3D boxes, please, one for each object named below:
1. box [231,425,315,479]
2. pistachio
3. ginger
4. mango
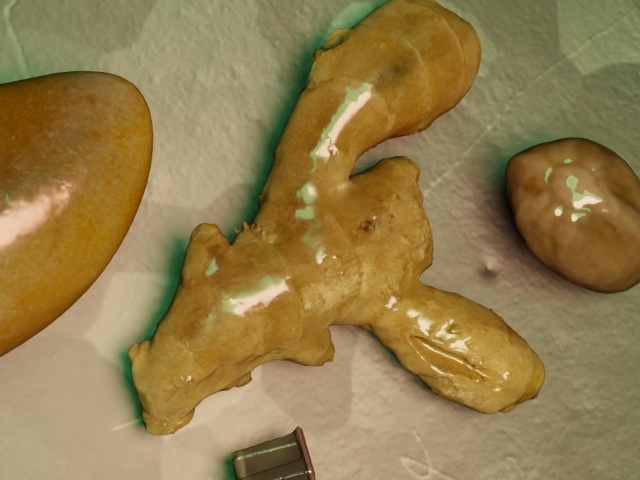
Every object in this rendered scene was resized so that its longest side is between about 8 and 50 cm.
[{"bbox_3d":[-0.035,0.204,1.374,0.063,0.060,0.084,-11,126,-6],"label":"box"},{"bbox_3d":[0.224,-0.015,1.425,0.185,0.126,0.108,42,72,-39],"label":"pistachio"},{"bbox_3d":[0.004,-0.014,1.388,0.348,0.122,0.363,-9,97,-22],"label":"ginger"},{"bbox_3d":[-0.298,-0.008,1.272,0.384,0.199,0.221,-30,85,-10],"label":"mango"}]
